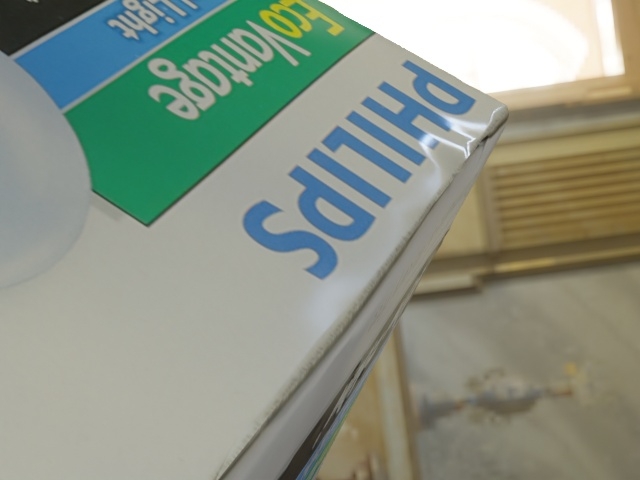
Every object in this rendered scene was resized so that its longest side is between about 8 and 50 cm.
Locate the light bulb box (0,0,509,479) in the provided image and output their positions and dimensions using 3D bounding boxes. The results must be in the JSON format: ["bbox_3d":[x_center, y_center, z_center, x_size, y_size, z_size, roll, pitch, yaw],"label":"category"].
[{"bbox_3d":[-0.182,0.013,0.506,0.225,0.361,0.358,-63,173,28],"label":"light bulb box"}]
